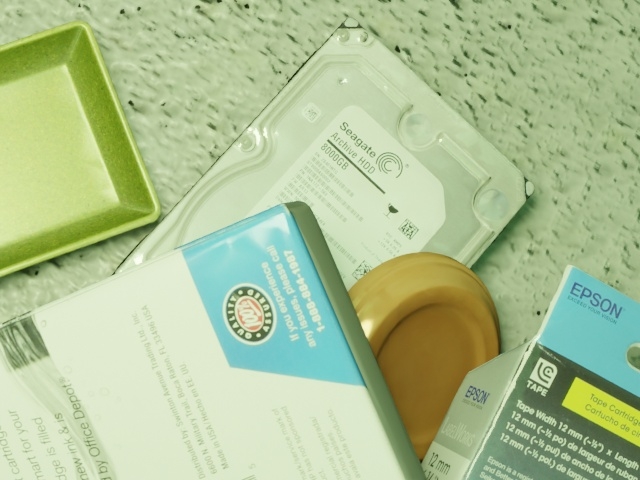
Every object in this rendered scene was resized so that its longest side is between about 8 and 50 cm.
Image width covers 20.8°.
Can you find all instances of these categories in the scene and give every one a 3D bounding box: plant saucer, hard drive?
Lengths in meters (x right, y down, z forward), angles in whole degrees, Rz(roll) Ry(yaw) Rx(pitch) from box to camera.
[{"bbox_3d":[0.084,0.110,1.506,0.200,0.037,0.200,-12,111,-33],"label":"plant saucer"},{"bbox_3d":[-0.257,-0.072,1.502,0.188,0.045,0.188,-21,86,-15],"label":"plant saucer"},{"bbox_3d":[0.000,0.000,1.542,0.237,0.064,0.339,43,74,-4],"label":"hard drive"}]

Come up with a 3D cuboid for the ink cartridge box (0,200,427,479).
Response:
[{"bbox_3d":[-0.142,0.174,1.357,0.395,0.166,0.285,-23,91,6],"label":"ink cartridge box"}]

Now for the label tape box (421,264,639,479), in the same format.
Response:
[{"bbox_3d":[0.218,0.226,1.491,0.249,0.115,0.348,28,85,-14],"label":"label tape box"}]
